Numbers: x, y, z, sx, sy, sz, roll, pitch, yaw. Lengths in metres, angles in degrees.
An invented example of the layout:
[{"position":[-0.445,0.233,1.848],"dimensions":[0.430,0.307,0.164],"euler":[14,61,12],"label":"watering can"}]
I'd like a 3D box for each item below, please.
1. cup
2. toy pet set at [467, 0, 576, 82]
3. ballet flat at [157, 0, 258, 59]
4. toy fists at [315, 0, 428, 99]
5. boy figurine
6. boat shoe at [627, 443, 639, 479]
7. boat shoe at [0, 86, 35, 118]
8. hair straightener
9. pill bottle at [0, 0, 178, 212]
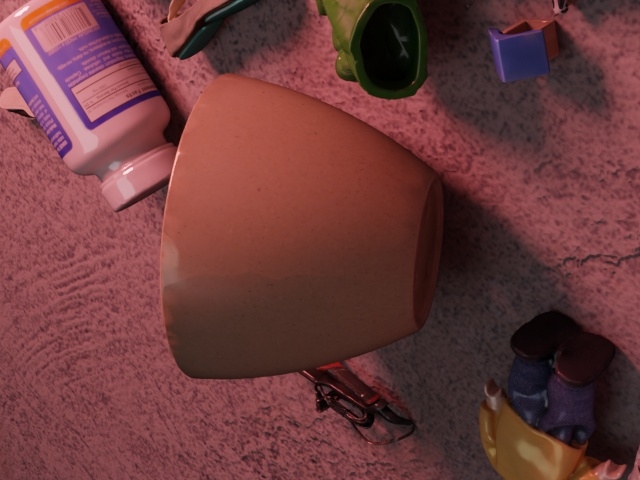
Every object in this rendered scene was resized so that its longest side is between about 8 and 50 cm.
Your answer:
[{"position":[0.000,0.000,1.392],"dimensions":[0.237,0.331,0.331],"euler":[8,126,14],"label":"cup"},{"position":[0.172,-0.211,1.213],"dimensions":[0.122,0.065,0.114],"euler":[11,124,44],"label":"toy pet set"},{"position":[-0.127,-0.272,1.494],"dimensions":[0.213,0.072,0.068],"euler":[-27,91,53],"label":"ballet flat"},{"position":[0.035,-0.272,1.260],"dimensions":[0.142,0.096,0.279],"euler":[-104,0,-64],"label":"toy fists"},{"position":[0.249,0.222,1.421],"dimensions":[0.177,0.092,0.285],"euler":[28,135,32],"label":"boy figurine"},{"position":[0.352,0.265,1.344],"dimensions":[0.079,0.081,0.227],"euler":[21,131,38],"label":"boat shoe"},{"position":[-0.411,-0.195,1.890],"dimensions":[0.125,0.038,0.046],"euler":[6,79,39],"label":"boat shoe"},{"position":[0.024,0.190,1.693],"dimensions":[0.230,0.047,0.089],"euler":[33,137,22],"label":"hair straightener"},{"position":[-0.287,-0.178,1.672],"dimensions":[0.272,0.152,0.152],"euler":[58,143,-2],"label":"pill bottle"}]
